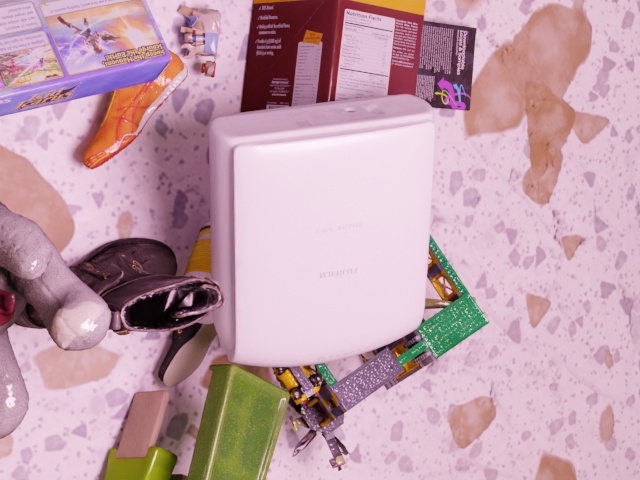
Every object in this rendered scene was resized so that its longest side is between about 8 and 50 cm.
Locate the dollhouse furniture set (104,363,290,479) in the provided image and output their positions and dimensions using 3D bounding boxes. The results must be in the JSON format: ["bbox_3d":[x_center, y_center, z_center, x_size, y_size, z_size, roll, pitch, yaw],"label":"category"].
[{"bbox_3d":[-0.081,0.279,1.680,0.301,0.197,0.151,32,61,-37],"label":"dollhouse furniture set"}]

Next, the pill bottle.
[{"bbox_3d":[-0.130,0.039,1.657,0.065,0.065,0.116,41,51,-32],"label":"pill bottle"}]

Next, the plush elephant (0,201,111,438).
[{"bbox_3d":[-0.411,0.043,1.358,0.255,0.272,0.330,-18,79,-46],"label":"plush elephant"}]

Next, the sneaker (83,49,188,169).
[{"bbox_3d":[-0.226,-0.154,1.596,0.067,0.064,0.175,39,67,-12],"label":"sneaker"}]

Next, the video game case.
[{"bbox_3d":[-0.324,-0.257,1.439,0.269,0.061,0.244,-18,77,-33],"label":"video game case"}]

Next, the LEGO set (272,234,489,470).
[{"bbox_3d":[0.039,0.110,1.777,0.331,0.192,0.255,-40,88,-29],"label":"LEGO set"}]

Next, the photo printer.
[{"bbox_3d":[0.000,0.000,1.550,0.256,0.107,0.308,-8,119,-19],"label":"photo printer"}]

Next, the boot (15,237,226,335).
[{"bbox_3d":[-0.192,0.060,1.517,0.263,0.229,0.091,-19,106,-49],"label":"boot"}]

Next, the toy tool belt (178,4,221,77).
[{"bbox_3d":[-0.148,-0.238,1.646,0.051,0.052,0.083,6,89,-5],"label":"toy tool belt"}]

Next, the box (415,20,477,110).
[{"bbox_3d":[0.141,-0.238,1.864,0.162,0.029,0.116,1,96,-35],"label":"box"}]

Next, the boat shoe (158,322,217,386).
[{"bbox_3d":[-0.159,0.119,1.683,0.133,0.042,0.049,-57,148,-15],"label":"boat shoe"}]

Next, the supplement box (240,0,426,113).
[{"bbox_3d":[0.011,-0.205,1.670,0.129,0.191,0.194,5,93,-35],"label":"supplement box"}]
